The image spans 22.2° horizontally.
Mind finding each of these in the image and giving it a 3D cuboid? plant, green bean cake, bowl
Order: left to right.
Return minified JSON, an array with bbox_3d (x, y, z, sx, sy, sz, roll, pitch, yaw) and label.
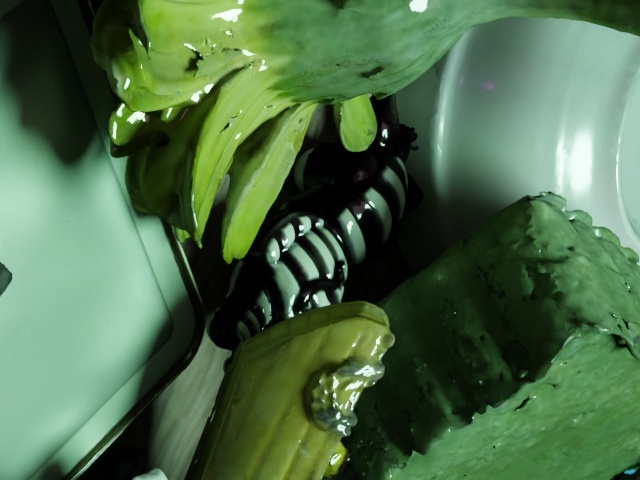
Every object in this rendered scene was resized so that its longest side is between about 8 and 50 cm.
[{"bbox_3d":[0.001,-0.152,0.794,0.306,0.297,0.261,-32,96,-56],"label":"plant"},{"bbox_3d":[0.111,0.105,1.025,0.255,0.132,0.241,-39,147,22],"label":"green bean cake"},{"bbox_3d":[0.182,-0.078,1.129,0.287,0.143,0.287,-17,113,-48],"label":"bowl"}]

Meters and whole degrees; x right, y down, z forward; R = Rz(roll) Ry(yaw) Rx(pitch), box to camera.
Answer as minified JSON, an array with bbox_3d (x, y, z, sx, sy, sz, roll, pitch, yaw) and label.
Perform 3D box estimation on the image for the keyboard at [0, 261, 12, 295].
[{"bbox_3d":[-0.210,0.080,0.707,0.204,0.013,0.061,-57,138,-19],"label":"keyboard"}]

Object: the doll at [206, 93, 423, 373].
[{"bbox_3d":[0.000,0.000,0.974,0.219,0.067,0.091,-51,132,-38],"label":"doll"}]

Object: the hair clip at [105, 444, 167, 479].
[{"bbox_3d":[-0.129,0.167,0.839,0.146,0.056,0.187,-53,173,30],"label":"hair clip"}]

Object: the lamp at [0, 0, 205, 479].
[{"bbox_3d":[-0.179,0.027,0.777,0.269,0.047,0.267,-45,132,-35],"label":"lamp"}]

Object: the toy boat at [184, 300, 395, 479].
[{"bbox_3d":[-0.029,0.184,0.893,0.089,0.121,0.321,-90,-159,-78],"label":"toy boat"}]

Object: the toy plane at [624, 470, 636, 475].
[{"bbox_3d":[0.267,0.127,1.325,0.271,0.105,0.254,-48,133,-32],"label":"toy plane"}]
